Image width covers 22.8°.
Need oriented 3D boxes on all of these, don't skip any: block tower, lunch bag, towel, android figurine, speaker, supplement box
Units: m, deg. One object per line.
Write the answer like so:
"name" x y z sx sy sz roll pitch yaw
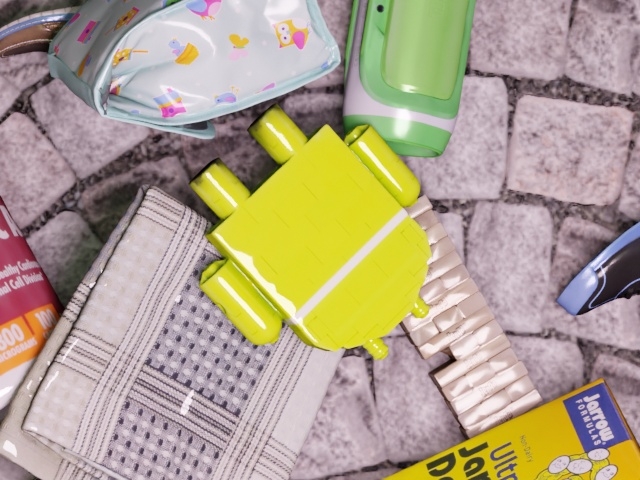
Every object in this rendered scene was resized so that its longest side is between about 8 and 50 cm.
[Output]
"block tower" 0.147 0.106 1.703 0.097 0.091 0.335 -31 87 -2
"lunch bag" -0.143 -0.208 1.634 0.262 0.223 0.160 -28 118 -12
"towel" -0.137 0.152 1.616 0.312 0.056 0.324 37 72 -31
"android figurine" 0.000 0.000 1.617 0.273 0.056 0.248 46 77 -10
"speaker" 0.102 -0.245 1.711 0.131 0.131 0.296 9 86 1
"supplement box" 0.180 0.329 1.578 0.357 0.194 0.195 -26 121 7

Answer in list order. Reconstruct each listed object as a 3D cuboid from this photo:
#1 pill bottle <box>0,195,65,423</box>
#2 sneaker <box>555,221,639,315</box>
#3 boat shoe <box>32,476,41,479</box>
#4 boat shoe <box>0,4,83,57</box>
"pill bottle" -0.427 0.013 1.648 0.224 0.224 0.392 -30 87 -2
"sneaker" 0.367 0.021 1.712 0.232 0.081 0.090 -38 79 -3
"boat shoe" -0.254 0.247 1.722 0.206 0.065 0.075 -33 131 5
"boat shoe" -0.270 -0.220 1.742 0.183 0.066 0.066 -13 87 0
